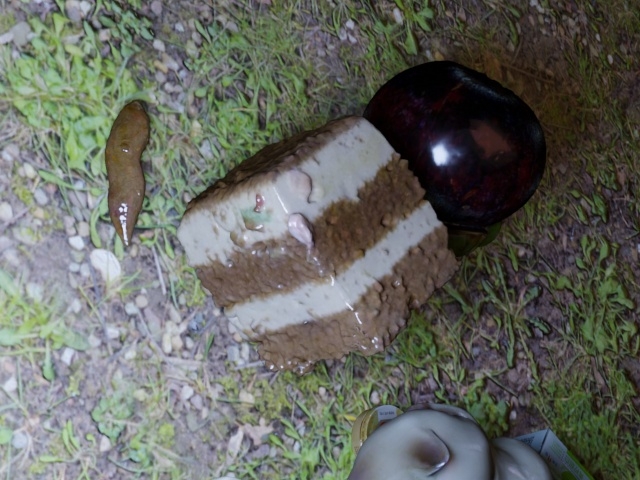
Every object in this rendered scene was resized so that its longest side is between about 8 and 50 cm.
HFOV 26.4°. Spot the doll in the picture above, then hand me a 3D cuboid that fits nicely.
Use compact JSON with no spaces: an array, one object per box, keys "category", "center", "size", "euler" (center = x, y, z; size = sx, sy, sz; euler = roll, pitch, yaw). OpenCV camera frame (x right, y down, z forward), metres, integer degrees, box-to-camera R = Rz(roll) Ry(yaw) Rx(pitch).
[{"category":"doll","center":[0.190,0.359,1.934],"size":[0.370,0.215,0.226],"euler":[42,34,-39]}]

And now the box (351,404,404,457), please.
[{"category":"box","center":[0.094,0.298,2.027],"size":[0.105,0.037,0.106],"euler":[15,66,-37]}]

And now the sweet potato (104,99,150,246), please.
[{"category":"sweet potato","center":[-0.264,-0.096,1.845],"size":[0.065,0.051,0.218],"euler":[20,62,-37]}]

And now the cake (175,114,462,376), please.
[{"category":"cake","center":[0.000,0.000,1.904],"size":[0.282,0.255,0.290],"euler":[-39,105,-43]}]

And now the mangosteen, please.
[{"category":"mangosteen","center":[0.192,-0.130,2.122],"size":[0.300,0.300,0.300],"euler":[15,65,-37]}]

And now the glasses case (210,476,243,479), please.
[{"category":"glasses case","center":[-0.038,0.427,1.843],"size":[0.312,0.070,0.131],"euler":[29,58,-31]}]

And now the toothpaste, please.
[{"category":"toothpaste","center":[0.433,0.448,2.241],"size":[0.336,0.081,0.067],"euler":[48,46,-18]}]
